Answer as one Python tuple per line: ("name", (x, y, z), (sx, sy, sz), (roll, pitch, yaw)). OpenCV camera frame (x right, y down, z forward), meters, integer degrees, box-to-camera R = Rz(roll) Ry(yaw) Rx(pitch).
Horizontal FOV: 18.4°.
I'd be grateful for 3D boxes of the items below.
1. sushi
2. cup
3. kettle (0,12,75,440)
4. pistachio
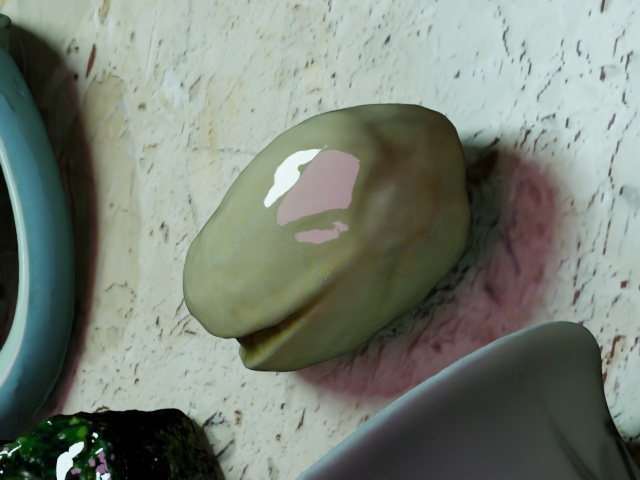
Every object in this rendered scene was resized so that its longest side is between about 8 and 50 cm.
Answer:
("sushi", (-0.172, 0.198, 1.280), (0.225, 0.127, 0.124), (-43, 57, 30))
("cup", (0.058, 0.216, 0.931), (0.163, 0.347, 0.347), (45, 116, 21))
("kettle", (-0.323, 0.002, 1.406), (0.319, 0.247, 0.342), (8, 99, 19))
("pistachio", (0.000, 0.000, 1.146), (0.226, 0.136, 0.136), (-39, 59, 43))
